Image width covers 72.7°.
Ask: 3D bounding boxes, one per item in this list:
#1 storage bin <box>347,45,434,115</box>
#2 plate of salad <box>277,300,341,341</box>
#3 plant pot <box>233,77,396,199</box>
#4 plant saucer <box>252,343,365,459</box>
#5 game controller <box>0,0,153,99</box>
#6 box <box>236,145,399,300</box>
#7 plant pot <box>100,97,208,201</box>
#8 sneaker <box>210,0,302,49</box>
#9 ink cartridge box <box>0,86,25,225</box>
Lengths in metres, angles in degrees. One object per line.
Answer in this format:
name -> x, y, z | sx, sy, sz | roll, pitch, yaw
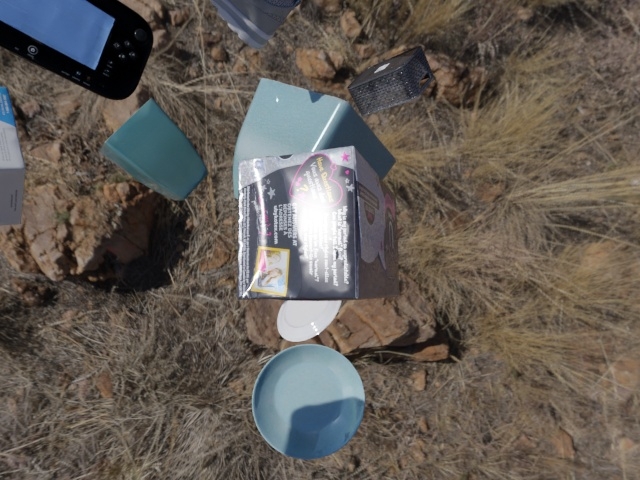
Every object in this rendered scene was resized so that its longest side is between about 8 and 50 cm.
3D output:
storage bin -> 0.172, -0.392, 1.076 | 0.122, 0.180, 0.084 | -52, 122, -33
plate of salad -> -0.026, 0.180, 1.131 | 0.200, 0.199, 0.048 | -56, 127, -24
plant pot -> -0.037, -0.147, 0.925 | 0.247, 0.248, 0.252 | 28, 89, 37
plant saucer -> -0.021, 0.276, 0.761 | 0.194, 0.037, 0.195 | 0, 86, -3
game controller -> -0.441, -0.365, 0.704 | 0.319, 0.067, 0.167 | 23, 73, -38
box -> 0.015, -0.005, 0.561 | 0.142, 0.247, 0.163 | -3, 82, 18
plant pot -> -0.435, -0.223, 1.178 | 0.234, 0.165, 0.166 | 46, 70, -23
sneaker -> -0.138, -0.400, 0.589 | 0.281, 0.115, 0.105 | 30, 39, -50
ink cartridge box -> -0.606, -0.126, 0.665 | 0.232, 0.168, 0.171 | -7, 65, -40
